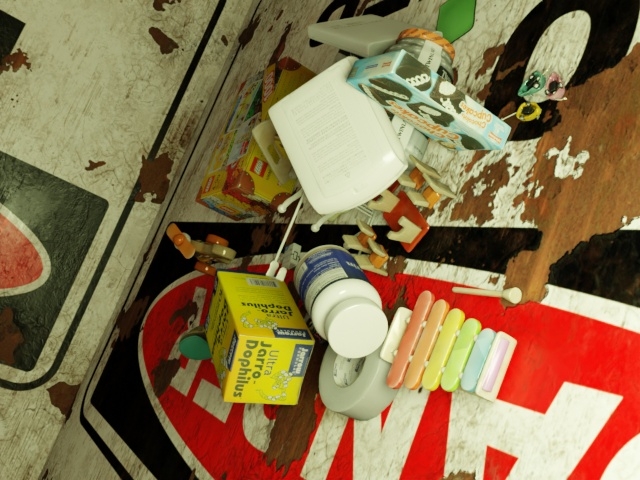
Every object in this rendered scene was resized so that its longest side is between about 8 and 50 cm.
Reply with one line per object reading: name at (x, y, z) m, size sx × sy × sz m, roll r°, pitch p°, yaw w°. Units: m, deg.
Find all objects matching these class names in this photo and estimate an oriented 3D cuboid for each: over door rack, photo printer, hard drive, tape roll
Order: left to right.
over door rack at (0.000, 0.000, 1.767) m, size 0.108 × 0.240 × 0.324 m, roll -16°, pitch 52°, yaw 53°
photo printer at (0.044, -0.228, 1.636) m, size 0.256 × 0.107 × 0.307 m, roll -30°, pitch 76°, yaw 22°
tape roll at (0.089, 0.277, 1.548) m, size 0.219 × 0.072 × 0.219 m, roll -40°, pitch 35°, yaw 37°
hard drive at (0.145, -0.579, 2.004) m, size 0.353 × 0.233 × 0.047 m, roll 40°, pitch 140°, yaw 54°

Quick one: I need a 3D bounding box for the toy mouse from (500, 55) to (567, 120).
toy mouse at (0.460, -0.311, 1.464) m, size 0.161 × 0.031 × 0.143 m, roll 8°, pitch 74°, yaw 62°

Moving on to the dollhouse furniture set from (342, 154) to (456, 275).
dollhouse furniture set at (0.179, -0.080, 1.693) m, size 0.262 × 0.135 × 0.259 m, roll -51°, pitch 40°, yaw 22°

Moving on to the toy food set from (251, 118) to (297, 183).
toy food set at (-0.026, -0.206, 1.897) m, size 0.306 × 0.219 × 0.092 m, roll 14°, pitch 59°, yaw 35°

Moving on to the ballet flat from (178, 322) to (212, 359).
ballet flat at (-0.328, 0.294, 2.245) m, size 0.349 × 0.123 × 0.123 m, roll -29°, pitch 42°, yaw 49°

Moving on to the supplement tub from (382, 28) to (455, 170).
supplement tub at (0.209, -0.349, 1.762) m, size 0.194 × 0.194 × 0.315 m, roll 8°, pitch 74°, yaw 62°

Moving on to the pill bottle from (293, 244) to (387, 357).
pill bottle at (0.042, 0.128, 1.517) m, size 0.153 × 0.153 × 0.264 m, roll -56°, pitch 26°, yaw 13°

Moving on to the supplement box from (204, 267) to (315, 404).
supplement box at (-0.171, 0.241, 1.849) m, size 0.356 × 0.195 × 0.194 m, roll -125°, pitch 46°, yaw -60°

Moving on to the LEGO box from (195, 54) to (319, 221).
LEGO box at (-0.205, -0.343, 2.488) m, size 0.372 × 0.193 × 0.500 m, roll -9°, pitch 59°, yaw 58°

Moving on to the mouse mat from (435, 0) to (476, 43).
mouse mat at (0.366, -0.605, 1.923) m, size 0.153 × 0.007 × 0.189 m, roll -25°, pitch 46°, yaw 51°

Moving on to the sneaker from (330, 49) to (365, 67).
sneaker at (0.102, -0.446, 2.121) m, size 0.257 × 0.169 × 0.447 m, roll -61°, pitch 18°, yaw 23°

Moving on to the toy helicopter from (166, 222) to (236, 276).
toy helicopter at (-0.400, 0.026, 2.455) m, size 0.355 × 0.235 × 0.140 m, roll 2°, pitch 68°, yaw 61°

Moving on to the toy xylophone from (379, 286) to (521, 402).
toy xylophone at (0.250, 0.183, 1.337) m, size 0.323 × 0.081 × 0.236 m, roll -8°, pitch 59°, yaw 58°

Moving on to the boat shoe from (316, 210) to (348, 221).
boat shoe at (0.051, -0.105, 1.982) m, size 0.153 × 0.048 × 0.056 m, roll -33°, pitch 39°, yaw 45°

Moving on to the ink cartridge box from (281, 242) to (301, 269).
ink cartridge box at (-0.088, 0.055, 2.106) m, size 0.048 × 0.028 × 0.083 m, roll -28°, pitch 43°, yaw 49°

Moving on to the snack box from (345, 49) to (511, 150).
snack box at (0.232, -0.292, 1.528) m, size 0.187 × 0.322 × 0.060 m, roll 13°, pitch 77°, yaw 62°

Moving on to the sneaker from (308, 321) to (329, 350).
sneaker at (0.017, 0.234, 1.721) m, size 0.170 × 0.063 × 0.074 m, roll -8°, pitch 53°, yaw 53°
